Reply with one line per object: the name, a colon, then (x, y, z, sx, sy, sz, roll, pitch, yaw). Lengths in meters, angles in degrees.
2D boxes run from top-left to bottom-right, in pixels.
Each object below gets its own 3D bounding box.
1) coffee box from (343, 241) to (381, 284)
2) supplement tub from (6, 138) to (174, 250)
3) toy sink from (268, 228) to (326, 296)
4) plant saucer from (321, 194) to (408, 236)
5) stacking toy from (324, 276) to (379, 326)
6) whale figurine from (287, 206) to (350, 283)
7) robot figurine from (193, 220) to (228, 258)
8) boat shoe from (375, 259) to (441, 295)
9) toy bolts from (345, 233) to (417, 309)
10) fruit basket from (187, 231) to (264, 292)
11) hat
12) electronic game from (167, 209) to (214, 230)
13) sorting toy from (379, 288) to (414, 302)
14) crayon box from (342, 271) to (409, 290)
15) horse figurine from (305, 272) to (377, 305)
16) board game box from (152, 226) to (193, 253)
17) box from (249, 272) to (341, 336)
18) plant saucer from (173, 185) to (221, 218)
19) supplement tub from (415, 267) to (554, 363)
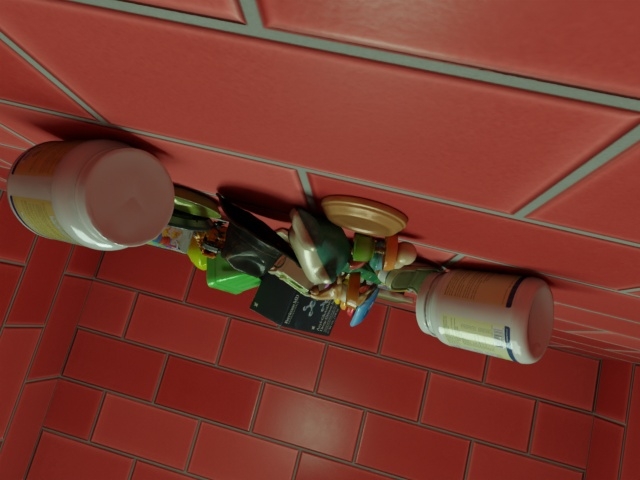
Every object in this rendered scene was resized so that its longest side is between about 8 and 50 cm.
coffee box: (0.123, 0.065, 1.431, 0.184, 0.113, 0.040, 24, 124, -37)
supplement tub: (-0.514, -0.105, 1.025, 0.331, 0.241, 0.241, 8, 168, 35)
toy sink: (-0.091, 0.084, 1.568, 0.234, 0.131, 0.152, 38, 165, -14)
plant saucer: (0.095, -0.050, 1.026, 0.199, 0.037, 0.200, 14, 171, 2)
stacking toy: (0.077, 0.186, 1.850, 0.301, 0.175, 0.166, 32, 135, 16)
whale figurine: (0.000, 0.000, 1.126, 0.141, 0.216, 0.272, -25, 162, -4)
robot figurine: (-0.314, 0.013, 1.618, 0.290, 0.085, 0.211, 11, -154, -34)
boat shoe: (0.280, 0.101, 1.433, 0.302, 0.113, 0.103, 16, -161, -48)
toy bolts: (0.159, 0.075, 1.222, 0.158, 0.219, 0.228, 8, -172, 2)
fruit basket: (-0.450, 0.086, 2.025, 0.391, 0.283, 0.392, -3, 167, -1)
hat: (-0.197, 0.013, 1.245, 0.331, 0.134, 0.331, 41, -177, -3)
electronic game: (-0.465, -0.075, 1.499, 0.229, 0.048, 0.229, 15, -169, -3)
sorting toy: (0.264, 0.207, 2.048, 0.256, 0.090, 0.255, 16, 170, -6)
crayon box: (0.186, 0.119, 1.700, 0.278, 0.081, 0.165, 16, 170, -6)
horse figurine: (0.098, 0.155, 1.517, 0.263, 0.175, 0.066, 24, -166, -38)
board game box: (-0.648, -0.058, 1.764, 0.275, 0.145, 0.142, 14, 170, 1)
box: (-0.080, 0.248, 2.098, 0.211, 0.294, 0.395, 21, 177, 38)
plant saucer: (-0.412, -0.122, 1.371, 0.240, 0.037, 0.241, 15, 171, 3)
supplement tub: (0.466, 0.204, 1.309, 0.324, 0.236, 0.235, 5, 166, 45)
